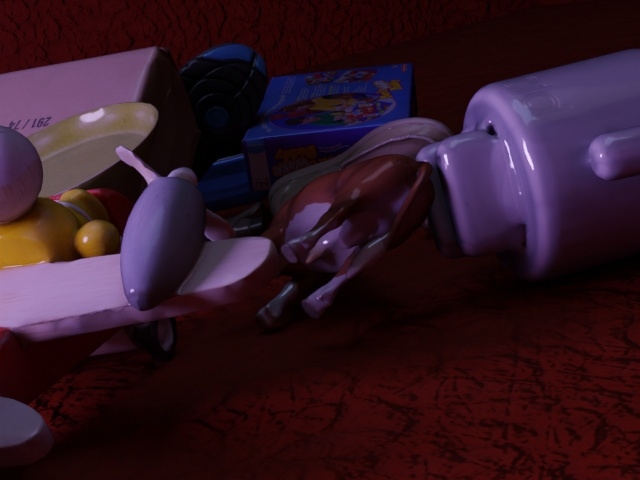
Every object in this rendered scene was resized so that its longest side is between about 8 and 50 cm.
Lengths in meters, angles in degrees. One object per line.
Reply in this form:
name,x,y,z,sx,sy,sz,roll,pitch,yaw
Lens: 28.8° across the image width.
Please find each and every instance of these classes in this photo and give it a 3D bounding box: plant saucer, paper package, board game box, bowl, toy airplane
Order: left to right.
toy airplane,-0.276,0.039,1.075,0.386,0.272,0.384,-18,15,-25
paper package,-0.343,-0.071,1.568,0.325,0.168,0.309,-7,46,15
plant saucer,-0.282,-0.079,1.366,0.241,0.037,0.241,-18,27,9
bowl,-0.170,-0.125,2.079,0.391,0.077,0.391,-11,14,3
board game box,0.025,-0.177,1.861,0.233,0.078,0.347,-5,21,7

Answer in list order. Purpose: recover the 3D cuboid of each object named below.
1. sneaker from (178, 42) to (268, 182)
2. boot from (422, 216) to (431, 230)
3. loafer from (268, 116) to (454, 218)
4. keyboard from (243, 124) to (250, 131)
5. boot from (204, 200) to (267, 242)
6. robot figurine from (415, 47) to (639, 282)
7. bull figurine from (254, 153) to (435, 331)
sneaker,-0.205,-0.140,1.783,0.341,0.125,0.139,-53,8,-10
boot,0.178,-0.051,1.517,0.085,0.059,0.158,2,18,31
loafer,0.053,-0.065,1.578,0.268,0.102,0.092,-25,36,24
keyboard,-0.141,-0.176,2.018,0.100,0.038,0.192,-28,8,-29
boot,-0.117,-0.020,1.675,0.087,0.042,0.118,-13,13,4
robot figurine,0.278,-0.079,1.225,0.353,0.199,0.300,-15,5,-12
bull figurine,0.000,0.000,1.253,0.188,0.101,0.310,-46,5,-28
